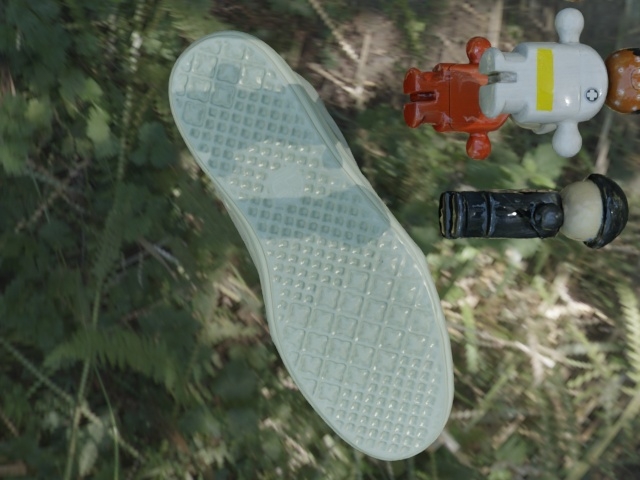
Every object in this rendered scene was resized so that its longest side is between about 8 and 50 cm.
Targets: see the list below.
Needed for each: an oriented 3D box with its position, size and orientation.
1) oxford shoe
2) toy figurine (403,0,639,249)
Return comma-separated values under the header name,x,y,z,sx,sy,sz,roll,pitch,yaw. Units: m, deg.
name,x,y,z,sx,sy,sz,roll,pitch,yaw
oxford shoe,0.000,0.000,1.461,0.169,0.130,0.449,-29,92,6
toy figurine,0.166,-0.115,1.156,0.148,0.213,0.210,-1,135,-14
